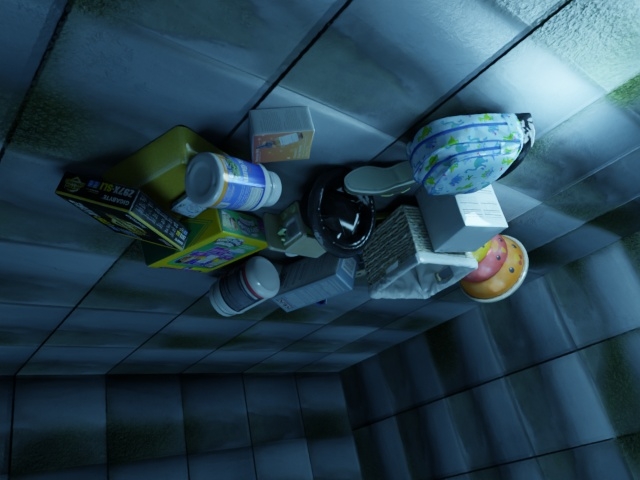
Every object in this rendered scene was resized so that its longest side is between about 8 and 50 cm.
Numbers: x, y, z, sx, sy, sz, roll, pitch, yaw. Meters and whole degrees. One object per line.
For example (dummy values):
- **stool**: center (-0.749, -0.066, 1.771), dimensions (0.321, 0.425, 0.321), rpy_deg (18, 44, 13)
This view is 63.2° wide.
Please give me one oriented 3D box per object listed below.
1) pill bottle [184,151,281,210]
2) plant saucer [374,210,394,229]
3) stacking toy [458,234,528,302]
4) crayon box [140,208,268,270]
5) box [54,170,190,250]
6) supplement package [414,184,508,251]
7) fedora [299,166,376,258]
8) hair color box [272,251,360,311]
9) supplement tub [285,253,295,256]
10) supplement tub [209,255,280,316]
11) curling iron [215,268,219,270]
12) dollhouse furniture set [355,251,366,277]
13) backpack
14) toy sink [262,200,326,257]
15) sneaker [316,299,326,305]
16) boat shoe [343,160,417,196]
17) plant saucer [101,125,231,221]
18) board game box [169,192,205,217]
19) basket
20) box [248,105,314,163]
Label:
- **pill bottle**: center (-0.242, -0.163, 1.507), dimensions (0.152, 0.152, 0.272), rpy_deg (-31, 162, 32)
- **plant saucer**: center (0.286, -0.071, 2.151), dimensions (0.188, 0.045, 0.188), rpy_deg (-8, 153, -10)
- **stacking toy**: center (0.679, 0.043, 2.339), dimensions (0.350, 0.351, 0.480), rpy_deg (-30, 134, 30)
- **crayon box**: center (-0.389, 0.006, 1.847), dimensions (0.313, 0.106, 0.363), rpy_deg (-23, 166, 17)
- **box**: center (-0.576, -0.080, 1.546), dimensions (0.257, 0.079, 0.322), rpy_deg (16, 164, 16)
- **supplement package**: center (0.513, -0.117, 1.921), dimensions (0.198, 0.263, 0.199), rpy_deg (1, 151, -25)
- **fedora**: center (0.043, -0.098, 1.816), dimensions (0.334, 0.334, 0.152), rpy_deg (15, 175, -44)
- **hair color box**: center (-0.023, 0.158, 2.201), dimensions (0.374, 0.185, 0.113), rpy_deg (-23, 124, 36)
- **supplement tub**: center (-0.113, 0.002, 2.040), dimensions (0.071, 0.107, 0.071), rpy_deg (-10, 154, -5)
- **supplement tub**: center (-0.327, 0.201, 2.235), dimensions (0.272, 0.191, 0.191), rpy_deg (-29, 149, 29)
- **curling iron**: center (-0.529, 0.104, 2.126), dimensions (0.274, 0.035, 0.068), rpy_deg (15, 142, -44)
- **dollhouse furniture set**: center (0.121, 0.075, 2.266), dimensions (0.128, 0.129, 0.184), rpy_deg (-16, 155, 6)
- **backpack**: center (0.451, -0.273, 1.646), dimensions (0.355, 0.273, 0.290), rpy_deg (9, 155, -15)
- **toy sink**: center (-0.074, -0.044, 1.918), dimensions (0.234, 0.153, 0.131), rpy_deg (13, 143, -40)
- **sneaker**: center (-0.031, 0.223, 2.488), dimensions (0.111, 0.131, 0.296), rpy_deg (-20, 152, 17)
- **boat shoe**: center (0.208, -0.197, 1.776), dimensions (0.305, 0.109, 0.091), rpy_deg (-13, 157, -25)
- **plant saucer**: center (-0.426, -0.172, 1.586), dimensions (0.332, 0.081, 0.332), rpy_deg (-25, 151, 22)
- **board game box**: center (-0.402, -0.109, 1.608), dimensions (0.090, 0.020, 0.090), rpy_deg (-29, 150, 29)
- **basket**: center (0.377, 0.057, 2.093), dimensions (0.331, 0.267, 0.328), rpy_deg (5, 148, -33)
- **box**: center (-0.114, -0.298, 1.470), dimensions (0.170, 0.091, 0.130), rpy_deg (-8, 153, -12)
